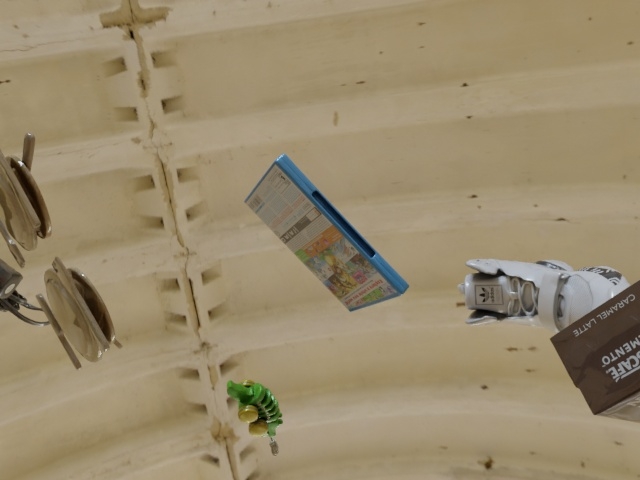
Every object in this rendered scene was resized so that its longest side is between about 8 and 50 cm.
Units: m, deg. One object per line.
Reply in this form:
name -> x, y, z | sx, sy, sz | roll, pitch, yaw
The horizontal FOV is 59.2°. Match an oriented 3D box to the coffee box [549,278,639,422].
coffee box -> 0.404, 0.137, 0.640 | 0.246, 0.098, 0.141 | 18, -50, -32

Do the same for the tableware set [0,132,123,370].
tableware set -> -0.223, 0.011, 0.477 | 0.039, 0.128, 0.194 | -29, -90, -37

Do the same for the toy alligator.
toy alligator -> -0.080, 0.261, 0.841 | 0.051, 0.056, 0.190 | -20, -52, 6

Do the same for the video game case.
video game case -> 0.000, 0.000, 0.554 | 0.166, 0.119, 0.015 | 47, -116, -4

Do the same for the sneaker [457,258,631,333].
sneaker -> 0.368, 0.107, 0.974 | 0.210, 0.366, 0.138 | -1, -86, 2

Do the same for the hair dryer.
hair dryer -> -0.486, 0.034, 0.684 | 0.293, 0.223, 0.080 | 28, -117, -4
